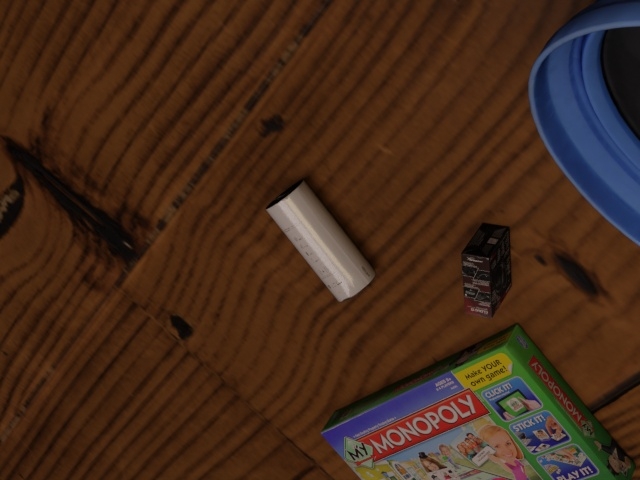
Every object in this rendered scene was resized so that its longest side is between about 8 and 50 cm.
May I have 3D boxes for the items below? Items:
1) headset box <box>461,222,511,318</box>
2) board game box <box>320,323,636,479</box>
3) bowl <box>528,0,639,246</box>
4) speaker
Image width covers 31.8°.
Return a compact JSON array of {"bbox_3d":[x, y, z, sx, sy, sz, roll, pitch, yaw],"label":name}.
[{"bbox_3d":[0.171,0.034,1.151,0.032,0.062,0.083,11,127,26],"label":"headset box"},{"bbox_3d":[0.173,0.243,1.311,0.213,0.046,0.317,49,133,-8],"label":"board game box"},{"bbox_3d":[0.345,-0.057,0.847,0.391,0.077,0.391,34,166,10],"label":"bowl"},{"bbox_3d":[0.000,0.000,1.239,0.055,0.055,0.136,-30,103,42],"label":"speaker"}]
